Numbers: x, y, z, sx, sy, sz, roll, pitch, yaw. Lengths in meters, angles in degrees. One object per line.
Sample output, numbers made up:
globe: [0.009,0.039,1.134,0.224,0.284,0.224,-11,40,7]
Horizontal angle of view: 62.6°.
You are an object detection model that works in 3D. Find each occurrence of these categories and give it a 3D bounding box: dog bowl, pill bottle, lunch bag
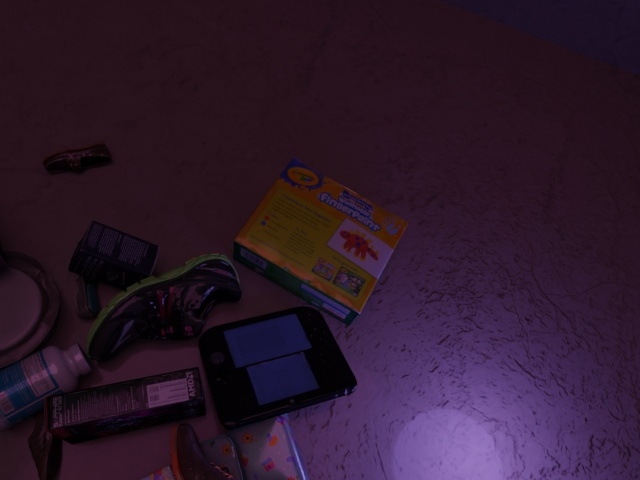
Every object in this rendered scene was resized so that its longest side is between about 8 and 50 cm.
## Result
dog bowl: [-0.911,0.202,1.484,0.349,0.102,0.348,5,64,-10]
pill bottle: [-0.757,0.379,1.406,0.264,0.146,0.146,-28,73,-22]
lunch bag: [-0.183,0.605,1.409,0.263,0.160,0.223,-19,72,-5]

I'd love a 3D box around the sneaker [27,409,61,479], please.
sneaker: [-0.732,0.543,1.390,0.071,0.066,0.188,-11,61,2]

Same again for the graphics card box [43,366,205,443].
graphics card box: [-0.493,0.436,1.382,0.371,0.232,0.094,-9,63,-16]

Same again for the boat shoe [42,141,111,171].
boat shoe: [-0.801,-0.266,1.739,0.207,0.073,0.073,-23,70,-20]

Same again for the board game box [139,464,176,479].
board game box: [-0.477,0.695,1.313,0.275,0.144,0.142,-23,72,-19]

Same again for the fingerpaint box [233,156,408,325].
fingerpaint box: [0.000,0.000,1.721,0.445,0.163,0.371,29,64,3]

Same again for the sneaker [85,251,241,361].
sneaker: [-0.443,0.209,1.527,0.483,0.185,0.202,-31,70,-21]

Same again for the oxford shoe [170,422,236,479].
oxford shoe: [-0.275,0.612,1.323,0.133,0.130,0.363,-28,58,-5]

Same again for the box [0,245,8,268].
box: [-1.042,-0.038,1.477,0.191,0.143,0.381,-29,51,-22]

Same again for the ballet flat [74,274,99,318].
ballet flat: [-0.707,0.131,1.579,0.068,0.072,0.213,-19,64,14]

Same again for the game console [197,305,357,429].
game console: [-0.132,0.342,1.502,0.387,0.060,0.342,-11,37,-19]

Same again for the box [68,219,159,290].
box: [-0.604,0.053,1.545,0.207,0.153,0.108,25,52,-26]
